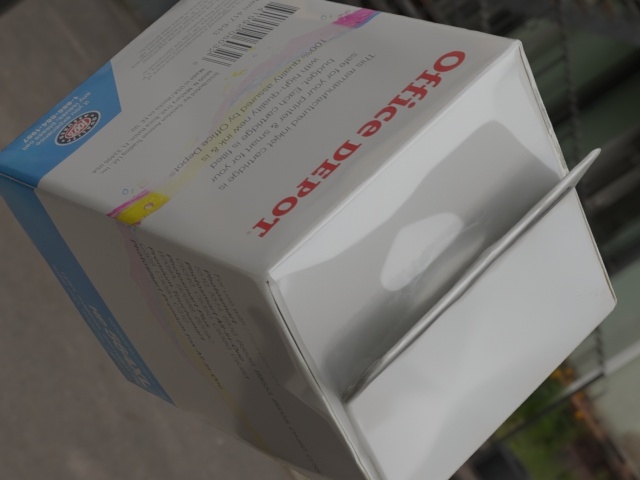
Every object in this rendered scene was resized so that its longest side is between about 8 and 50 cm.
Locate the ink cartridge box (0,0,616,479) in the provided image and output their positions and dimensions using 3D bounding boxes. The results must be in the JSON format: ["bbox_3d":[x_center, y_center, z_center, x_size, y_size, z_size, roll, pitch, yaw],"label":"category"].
[{"bbox_3d":[0.000,0.000,0.437,0.143,0.092,0.090,22,-33,47],"label":"ink cartridge box"}]
